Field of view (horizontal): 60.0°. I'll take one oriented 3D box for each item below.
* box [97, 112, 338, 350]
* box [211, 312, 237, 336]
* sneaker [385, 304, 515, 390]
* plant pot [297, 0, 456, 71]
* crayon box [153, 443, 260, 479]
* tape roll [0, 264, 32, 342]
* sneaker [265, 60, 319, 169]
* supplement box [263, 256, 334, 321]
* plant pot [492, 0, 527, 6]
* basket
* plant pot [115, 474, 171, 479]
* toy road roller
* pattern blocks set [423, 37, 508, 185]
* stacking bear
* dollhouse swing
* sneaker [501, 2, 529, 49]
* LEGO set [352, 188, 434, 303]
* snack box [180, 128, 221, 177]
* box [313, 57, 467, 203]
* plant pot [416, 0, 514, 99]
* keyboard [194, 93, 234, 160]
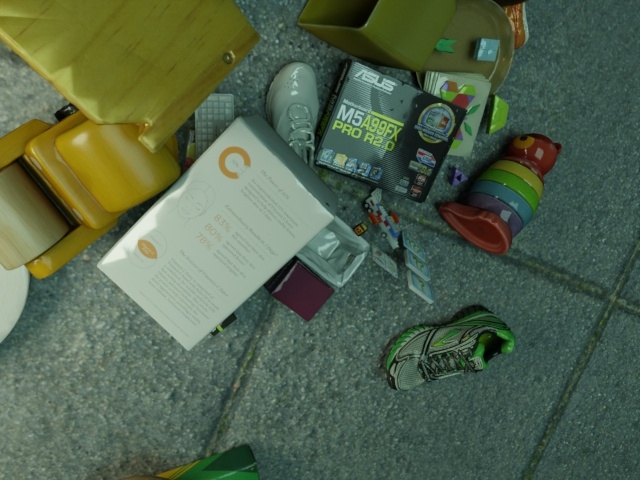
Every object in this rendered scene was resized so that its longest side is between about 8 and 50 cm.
[{"bbox_3d":[-0.165,-0.019,0.952,0.345,0.168,0.215,-42,99,13],"label":"box"},{"bbox_3d":[-0.221,0.139,1.121,0.062,0.052,0.083,-38,115,-9],"label":"box"},{"bbox_3d":[0.311,0.266,1.335,0.344,0.146,0.134,-24,113,-15],"label":"sneaker"},{"bbox_3d":[0.123,-0.433,1.032,0.187,0.212,0.212,29,92,-41],"label":"plant pot"},{"bbox_3d":[-0.285,0.598,1.209,0.319,0.081,0.202,-14,110,-19],"label":"crayon box"},{"bbox_3d":[-0.679,0.048,0.887,0.392,0.072,0.391,-6,106,-22],"label":"tape roll"},{"bbox_3d":[-0.046,-0.190,1.060,0.111,0.129,0.297,2,103,-23],"label":"sneaker"},{"bbox_3d":[-0.066,0.071,1.091,0.104,0.188,0.081,41,87,-27],"label":"supplement box"},{"bbox_3d":[0.348,-0.616,1.079,0.215,0.215,0.230,11,89,-26],"label":"plant pot"},{"bbox_3d":[0.000,0.000,1.148,0.167,0.103,0.113,39,87,-28],"label":"basket"},{"bbox_3d":[-0.355,0.587,1.071,0.238,0.110,0.237,-3,107,-10],"label":"plant pot"},{"bbox_3d":[-0.368,-0.102,0.852,0.329,0.241,0.202,-45,118,-28],"label":"toy road roller"},{"bbox_3d":[0.283,-0.271,1.202,0.286,0.026,0.324,-11,116,-15],"label":"pattern blocks set"},{"bbox_3d":[0.438,-0.127,1.277,0.289,0.175,0.164,-53,126,-11],"label":"stacking bear"},{"bbox_3d":[-0.312,-0.334,0.774,0.347,0.305,0.315,46,71,-27],"label":"dollhouse swing"},{"bbox_3d":[0.406,-0.501,1.204,0.067,0.064,0.175,-22,110,-6],"label":"sneaker"},{"bbox_3d":[0.166,0.002,1.183,0.244,0.182,0.060,37,123,-26],"label":"LEGO set"},{"bbox_3d":[-0.189,-0.153,1.059,0.141,0.037,0.100,5,104,-24],"label":"snack box"},{"bbox_3d":[0.135,-0.218,1.134,0.270,0.060,0.216,18,107,-20],"label":"box"},{"bbox_3d":[0.305,-0.397,1.187,0.236,0.032,0.236,-8,117,-16],"label":"plant pot"},{"bbox_3d":[-0.195,-0.141,1.030,0.072,0.014,0.255,-4,106,-21],"label":"keyboard"}]
